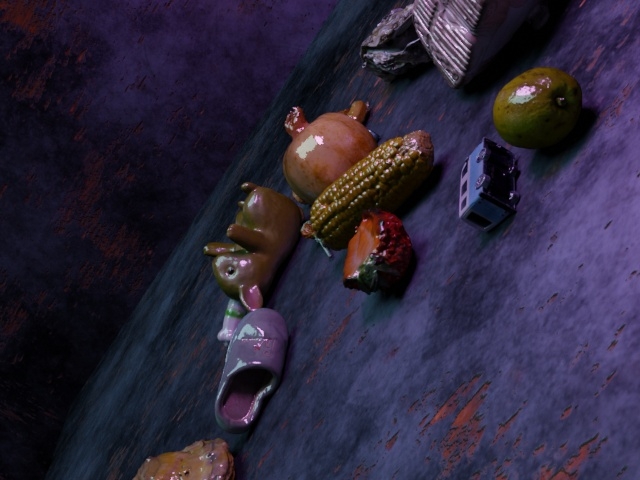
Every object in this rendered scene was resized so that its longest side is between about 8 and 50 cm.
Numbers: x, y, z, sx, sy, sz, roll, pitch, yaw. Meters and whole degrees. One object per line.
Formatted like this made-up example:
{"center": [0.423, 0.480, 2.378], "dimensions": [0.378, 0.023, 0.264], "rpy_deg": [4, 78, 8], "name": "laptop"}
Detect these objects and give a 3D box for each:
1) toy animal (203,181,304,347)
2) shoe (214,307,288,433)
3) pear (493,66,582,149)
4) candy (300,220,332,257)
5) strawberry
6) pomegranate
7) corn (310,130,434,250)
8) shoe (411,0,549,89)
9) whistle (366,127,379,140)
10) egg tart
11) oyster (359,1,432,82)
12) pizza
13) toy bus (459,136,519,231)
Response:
{"center": [-0.174, 0.044, 2.009], "dimensions": [0.363, 0.180, 0.181], "rpy_deg": [-64, 9, -25], "name": "toy animal"}
{"center": [-0.120, 0.234, 1.635], "dimensions": [0.100, 0.103, 0.251], "rpy_deg": [-33, 35, 60], "name": "shoe"}
{"center": [0.279, -0.170, 1.140], "dimensions": [0.107, 0.107, 0.131], "rpy_deg": [-62, 8, -12], "name": "pear"}
{"center": [0.000, 0.000, 1.820], "dimensions": [0.055, 0.049, 0.185], "rpy_deg": [-15, 22, -7], "name": "candy"}
{"center": [0.094, 0.020, 1.395], "dimensions": [0.192, 0.085, 0.140], "rpy_deg": [164, 128, -76], "name": "strawberry"}
{"center": [0.021, -0.153, 1.761], "dimensions": [0.207, 0.207, 0.207], "rpy_deg": [-52, 16, 22], "name": "pomegranate"}
{"center": [0.087, -0.082, 1.560], "dimensions": [0.322, 0.119, 0.119], "rpy_deg": [-37, 26, 44], "name": "corn"}
{"center": [0.289, -0.394, 1.473], "dimensions": [0.198, 0.172, 0.351], "rpy_deg": [-25, -12, -13], "name": "shoe"}
{"center": [0.067, -0.154, 1.909], "dimensions": [0.186, 0.039, 0.039], "rpy_deg": [-59, 15, -3], "name": "whistle"}
{"center": [-0.281, 0.496, 1.555], "dimensions": [0.352, 0.150, 0.352], "rpy_deg": [-56, 13, 20], "name": "egg tart"}
{"center": [0.185, -0.437, 1.928], "dimensions": [0.162, 0.158, 0.351], "rpy_deg": [-19, -8, -20], "name": "oyster"}
{"center": [0.011, -0.234, 2.155], "dimensions": [0.289, 0.081, 0.229], "rpy_deg": [-57, 15, 12], "name": "pizza"}
{"center": [0.226, -0.075, 1.208], "dimensions": [0.075, 0.060, 0.123], "rpy_deg": [-50, 19, 41], "name": "toy bus"}
